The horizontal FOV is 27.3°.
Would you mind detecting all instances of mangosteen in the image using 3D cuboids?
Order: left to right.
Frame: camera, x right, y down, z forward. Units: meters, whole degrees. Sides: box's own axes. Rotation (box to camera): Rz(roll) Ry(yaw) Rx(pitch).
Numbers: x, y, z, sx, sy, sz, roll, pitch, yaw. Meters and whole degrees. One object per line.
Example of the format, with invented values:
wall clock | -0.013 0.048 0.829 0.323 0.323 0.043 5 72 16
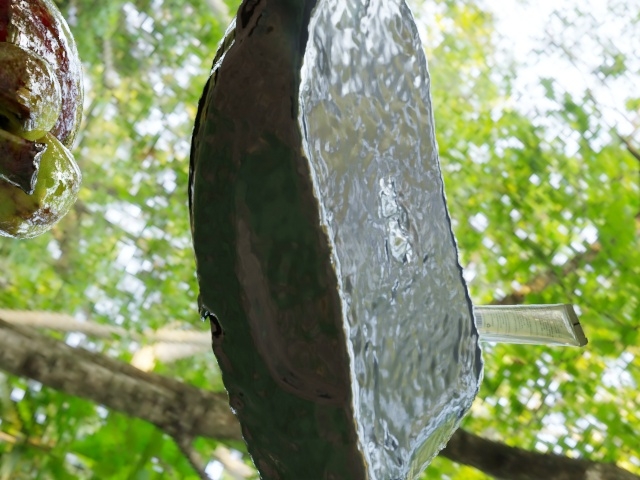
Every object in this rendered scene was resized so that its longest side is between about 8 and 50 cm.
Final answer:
mangosteen | -0.262 -0.095 0.952 0.215 0.215 0.257 -52 -127 4

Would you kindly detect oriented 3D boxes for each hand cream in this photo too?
hand cream | 0.121 0.054 0.842 0.022 0.102 0.035 113 -29 -43

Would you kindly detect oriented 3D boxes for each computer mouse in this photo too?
computer mouse | 0.000 0.000 0.498 0.073 0.122 0.217 -2 -73 35
